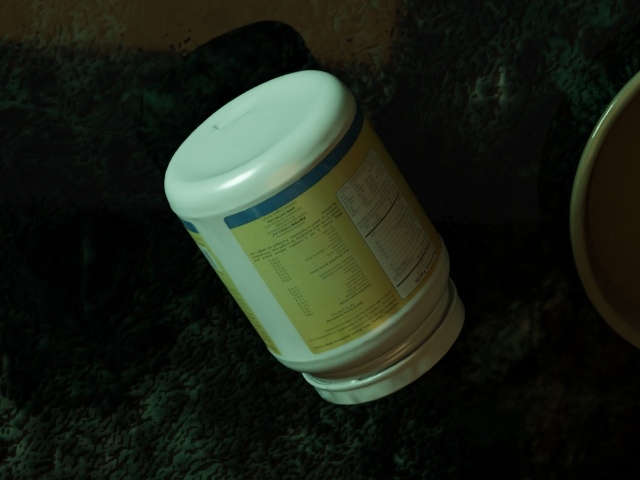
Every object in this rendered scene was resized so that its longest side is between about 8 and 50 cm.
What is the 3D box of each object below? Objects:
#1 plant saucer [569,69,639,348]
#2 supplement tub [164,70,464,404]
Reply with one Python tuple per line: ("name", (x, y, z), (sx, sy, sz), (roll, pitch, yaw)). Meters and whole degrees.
("plant saucer", (0.314, -0.036, 1.418), (0.278, 0.041, 0.277), (-5, 111, -13))
("supplement tub", (0.000, 0.000, 1.293), (0.144, 0.144, 0.199), (-33, 115, 0))
